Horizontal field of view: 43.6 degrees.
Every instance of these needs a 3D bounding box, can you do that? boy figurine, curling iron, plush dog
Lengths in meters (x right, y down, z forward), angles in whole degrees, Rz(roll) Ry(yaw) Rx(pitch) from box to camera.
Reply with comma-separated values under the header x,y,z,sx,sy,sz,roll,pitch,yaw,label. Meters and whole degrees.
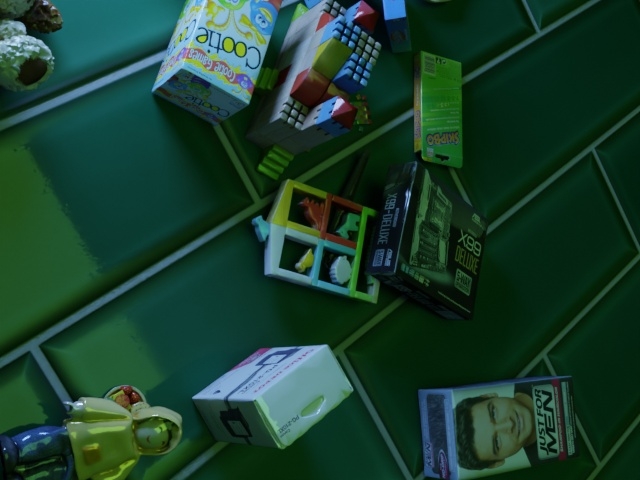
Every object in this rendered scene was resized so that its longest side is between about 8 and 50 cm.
x,y,z,sx,sy,sz,roll,pitch,yaw,label
-0.354,0.334,1.268,0.285,0.092,0.177,-7,95,-27,boy figurine
0.057,-0.063,1.654,0.068,0.035,0.274,25,70,-26,curling iron
-0.533,-0.384,1.261,0.262,0.210,0.225,64,36,-41,plush dog

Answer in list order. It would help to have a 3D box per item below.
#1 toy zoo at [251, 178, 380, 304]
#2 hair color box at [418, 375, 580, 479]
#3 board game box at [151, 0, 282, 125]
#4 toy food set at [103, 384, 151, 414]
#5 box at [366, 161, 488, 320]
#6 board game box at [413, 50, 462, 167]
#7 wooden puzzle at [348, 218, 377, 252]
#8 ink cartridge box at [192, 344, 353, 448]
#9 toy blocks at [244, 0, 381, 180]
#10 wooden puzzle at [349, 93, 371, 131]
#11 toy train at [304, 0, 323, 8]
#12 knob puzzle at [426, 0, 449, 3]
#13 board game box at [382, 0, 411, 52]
x,y,z,sx,sy,sz,roll,pitch,yaw,label
0.000,0.000,1.568,0.293,0.030,0.192,19,73,-28,toy zoo
0.396,0.403,1.752,0.374,0.113,0.185,1,82,-33,hair color box
-0.184,-0.380,1.485,0.144,0.142,0.275,25,69,-28,board game box
-0.330,0.286,1.346,0.082,0.020,0.083,-31,99,-33,toy food set
0.235,0.009,1.690,0.307,0.076,0.242,32,65,-43,box
0.271,-0.297,1.838,0.124,0.039,0.259,8,75,-32,board game box
0.115,-0.013,1.697,0.116,0.014,0.079,-27,97,-34,wooden puzzle
-0.086,0.266,1.380,0.172,0.237,0.100,-33,100,-33,ink cartridge box
0.002,-0.324,1.528,0.190,0.261,0.381,30,66,-26,toy blocks
0.086,-0.276,1.728,0.049,0.006,0.083,-7,86,-34,wooden puzzle
0.042,-0.556,1.688,0.184,0.105,0.080,-34,104,-32,toy train
0.243,-0.635,1.877,0.213,0.030,0.213,10,73,-34,knob puzzle
0.160,-0.513,1.713,0.047,0.210,0.160,-7,83,9,board game box
